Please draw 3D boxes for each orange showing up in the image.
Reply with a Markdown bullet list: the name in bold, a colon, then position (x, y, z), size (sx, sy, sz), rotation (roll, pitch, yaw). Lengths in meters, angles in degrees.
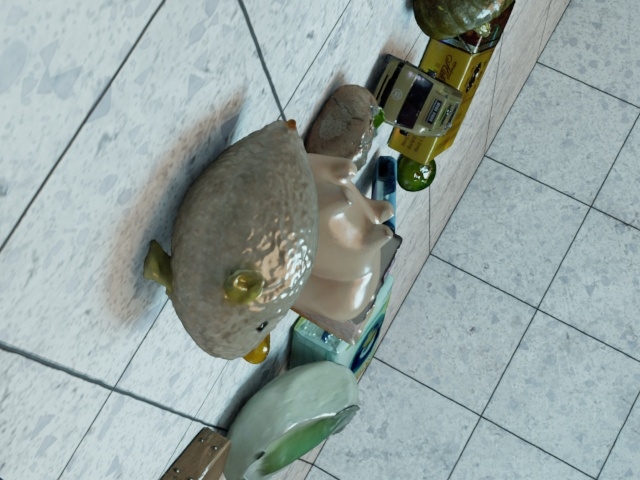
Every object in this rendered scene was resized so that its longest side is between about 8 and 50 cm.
- **orange**: position (-0.135, 0.206, 1.886), size (0.086, 0.062, 0.086), rotation (-38, -134, 54)

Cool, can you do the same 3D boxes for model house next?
- **model house**: position (0.034, 0.082, 2.017), size (0.237, 0.202, 0.237), rotation (103, 12, -66)

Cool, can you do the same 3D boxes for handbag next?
- **handbag**: position (-0.267, 0.496, 1.950), size (0.193, 0.072, 0.151), rotation (-52, 163, -45)

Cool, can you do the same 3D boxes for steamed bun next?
- **steamed bun**: position (0.049, -0.190, 1.702), size (0.175, 0.106, 0.145), rotation (-64, 167, -4)

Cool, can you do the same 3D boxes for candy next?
- **candy**: position (-0.090, 0.449, 2.244), size (0.386, 0.186, 0.427), rotation (-30, 156, -31)

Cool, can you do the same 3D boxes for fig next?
- **fig**: position (0.261, -0.198, 2.517), size (0.177, 0.117, 0.117), rotation (-57, 170, -70)

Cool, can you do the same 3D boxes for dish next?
- **dish**: position (0.079, -0.236, 1.844), size (0.091, 0.039, 0.137), rotation (-21, 161, 0)

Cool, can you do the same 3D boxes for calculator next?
- **calculator**: position (0.146, -0.065, 2.211), size (0.173, 0.051, 0.293), rotation (98, -4, -68)

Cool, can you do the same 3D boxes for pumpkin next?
- **pumpkin**: position (0.287, -0.470, 1.851), size (0.219, 0.162, 0.219), rotation (-28, -165, 8)

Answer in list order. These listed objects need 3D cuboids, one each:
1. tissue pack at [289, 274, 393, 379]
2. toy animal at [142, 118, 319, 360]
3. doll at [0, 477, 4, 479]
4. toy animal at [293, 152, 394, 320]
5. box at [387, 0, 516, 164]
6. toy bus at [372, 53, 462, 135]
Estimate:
- **tissue pack**: position (0.046, 0.261, 2.467), size (0.287, 0.162, 0.388), rotation (-50, 162, -32)
- **toy animal**: position (-0.104, -0.003, 1.307), size (0.226, 0.188, 0.358), rotation (16, 87, -65)
- **doll**: position (-0.399, 0.326, 1.134), size (0.050, 0.076, 0.083), rotation (-24, -149, 51)
- **toy animal**: position (0.000, 0.000, 1.636), size (0.326, 0.269, 0.237), rotation (53, 37, -31)
- **box**: position (0.320, -0.409, 2.272), size (0.264, 0.115, 0.415), rotation (-33, 148, -62)
- **toy bus**: position (0.201, -0.291, 1.963), size (0.139, 0.157, 0.289), rotation (-65, 167, 11)
